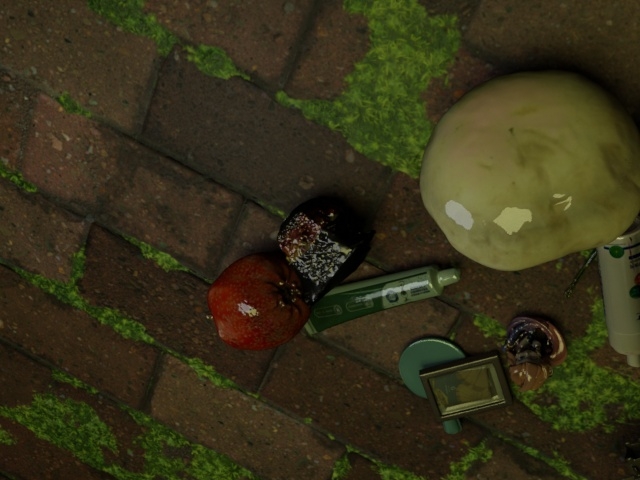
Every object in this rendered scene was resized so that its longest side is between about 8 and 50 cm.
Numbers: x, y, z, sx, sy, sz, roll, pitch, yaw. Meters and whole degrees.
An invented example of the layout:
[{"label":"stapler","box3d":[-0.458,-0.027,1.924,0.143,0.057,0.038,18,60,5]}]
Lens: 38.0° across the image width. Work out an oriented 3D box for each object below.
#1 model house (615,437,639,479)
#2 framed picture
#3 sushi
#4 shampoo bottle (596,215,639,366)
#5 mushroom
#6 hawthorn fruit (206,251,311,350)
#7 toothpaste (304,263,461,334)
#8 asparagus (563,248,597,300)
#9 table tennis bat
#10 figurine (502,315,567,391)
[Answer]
[{"label":"model house","box3d":[0.666,0.456,1.800,0.211,0.204,0.243,-27,117,32]},{"label":"framed picture","box3d":[0.304,0.306,1.935,0.168,0.023,0.128,-16,112,12]},{"label":"sushi","box3d":[0.000,0.000,1.821,0.150,0.153,0.172,46,149,12]},{"label":"shampoo bottle","box3d":[0.562,0.103,1.699,0.092,0.092,0.304,-4,117,23]},{"label":"mushroom","box3d":[0.356,-0.091,1.518,0.325,0.353,0.353,21,138,58]},{"label":"hawthorn fruit","box3d":[-0.144,0.131,1.926,0.253,0.205,0.205,-17,113,43]},{"label":"toothpaste","box3d":[0.113,0.113,1.896,0.392,0.061,0.099,-17,106,33]},{"label":"asparagus","box3d":[0.497,0.052,1.742,0.016,0.013,0.166,38,126,16]},{"label":"table tennis bat","box3d":[0.255,0.310,1.975,0.152,0.040,0.244,-11,114,20]},{"label":"figurine","box3d":[0.416,0.233,1.810,0.126,0.157,0.114,-2,140,16]}]
